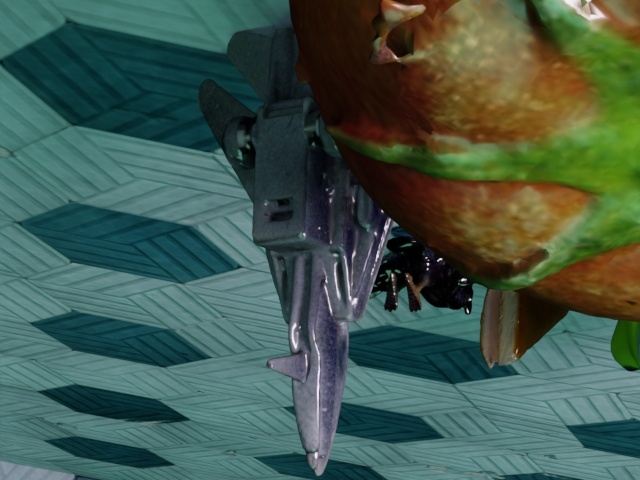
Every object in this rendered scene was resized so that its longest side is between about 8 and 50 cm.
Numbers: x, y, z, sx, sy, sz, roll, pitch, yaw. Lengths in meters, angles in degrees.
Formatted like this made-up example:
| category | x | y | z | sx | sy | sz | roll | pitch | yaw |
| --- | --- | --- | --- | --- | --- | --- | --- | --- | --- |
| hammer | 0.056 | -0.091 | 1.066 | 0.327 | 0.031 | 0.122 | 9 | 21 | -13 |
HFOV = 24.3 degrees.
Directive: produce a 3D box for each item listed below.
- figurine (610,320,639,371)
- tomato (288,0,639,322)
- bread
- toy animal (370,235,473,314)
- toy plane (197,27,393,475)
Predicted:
| category | x | y | z | sx | sy | sz | roll | pitch | yaw |
| --- | --- | --- | --- | --- | --- | --- | --- | --- | --- |
| figurine | 0.308 | 0.030 | 1.014 | 0.162 | 0.143 | 0.263 | 9 | 144 | -18 |
| tomato | 0.138 | -0.117 | 0.529 | 0.303 | 0.239 | 0.303 | 5 | 148 | 3 |
| bread | 0.165 | 0.059 | 1.261 | 0.043 | 0.109 | 0.062 | -15 | 106 | 40 |
| toy animal | 0.094 | 0.030 | 1.223 | 0.220 | 0.062 | 0.108 | -10 | 170 | 41 |
| toy plane | -0.007 | -0.003 | 0.857 | 0.212 | 0.267 | 0.088 | -6 | 161 | 37 |
